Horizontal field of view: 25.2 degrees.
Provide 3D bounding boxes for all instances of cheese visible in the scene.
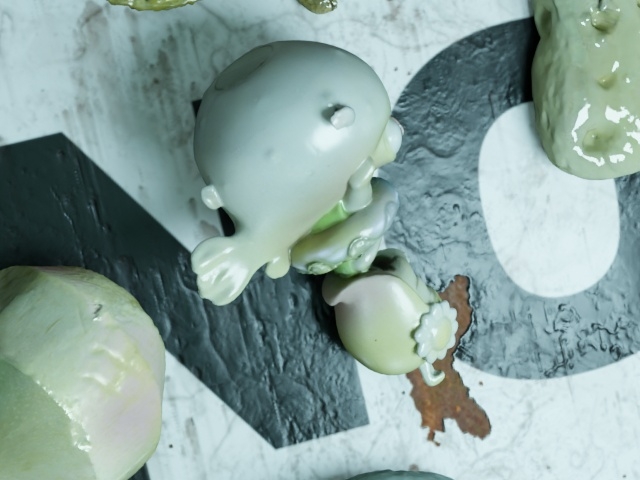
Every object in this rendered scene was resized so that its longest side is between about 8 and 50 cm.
[{"bbox_3d":[0.309,-0.197,1.536,0.159,0.093,0.263,-2,95,-8],"label":"cheese"}]

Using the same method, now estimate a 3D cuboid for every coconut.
[{"bbox_3d":[-0.283,0.154,1.392,0.259,0.259,0.259,-1,95,-9],"label":"coconut"}]

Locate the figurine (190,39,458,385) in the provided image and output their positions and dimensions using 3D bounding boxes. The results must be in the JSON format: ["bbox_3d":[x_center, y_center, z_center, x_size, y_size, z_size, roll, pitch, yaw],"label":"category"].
[{"bbox_3d":[0.000,0.000,1.461,0.274,0.226,0.394,-39,113,-18],"label":"figurine"}]

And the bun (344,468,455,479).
[{"bbox_3d":[0.073,0.420,1.486,0.362,0.211,0.362,-1,94,-11],"label":"bun"}]

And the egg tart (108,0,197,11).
[{"bbox_3d":[-0.176,-0.347,1.442,0.241,0.106,0.241,0,91,-7],"label":"egg tart"}]

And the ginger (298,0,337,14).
[{"bbox_3d":[-0.020,-0.303,1.500,0.057,0.044,0.137,-14,98,-26],"label":"ginger"}]
